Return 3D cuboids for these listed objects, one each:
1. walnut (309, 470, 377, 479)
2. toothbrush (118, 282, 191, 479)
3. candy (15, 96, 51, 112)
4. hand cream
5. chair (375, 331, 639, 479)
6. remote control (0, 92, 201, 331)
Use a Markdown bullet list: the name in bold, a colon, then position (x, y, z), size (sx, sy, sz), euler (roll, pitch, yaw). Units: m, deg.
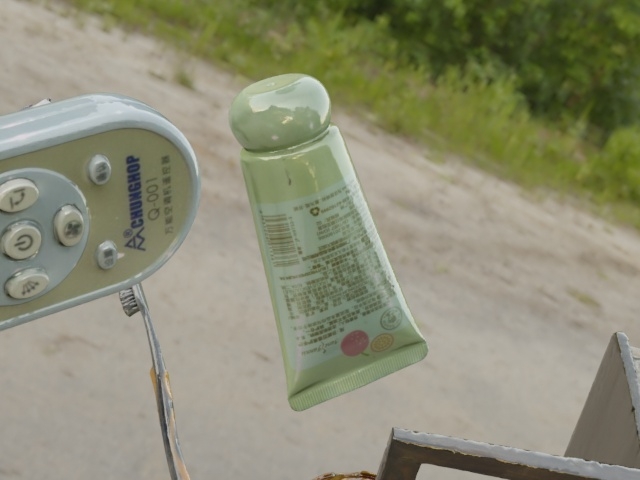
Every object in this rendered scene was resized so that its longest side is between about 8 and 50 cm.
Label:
- **walnut**: position (0.045, 0.380, 2.051), size (0.207, 0.115, 0.116), euler (-7, 2, 28)
- **toothbrush**: position (-0.175, 0.172, 1.594), size (0.023, 0.031, 0.321), euler (41, 24, -59)
- **candy**: position (-0.295, -0.061, 1.415), size (0.092, 0.073, 0.160), euler (41, 51, 7)
- **hand cream**: position (0.000, 0.000, 1.325), size (0.147, 0.305, 0.093), euler (-22, 19, -15)
- **chair**: position (0.239, 0.215, 1.250), size (0.416, 0.203, 0.240), euler (14, 29, -5)
- **remote control**: position (-0.160, 0.002, 0.565), size (0.244, 0.087, 0.047), euler (-18, 39, -28)
